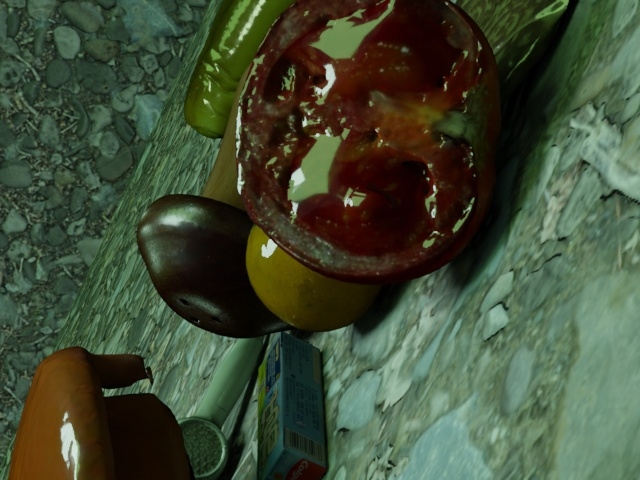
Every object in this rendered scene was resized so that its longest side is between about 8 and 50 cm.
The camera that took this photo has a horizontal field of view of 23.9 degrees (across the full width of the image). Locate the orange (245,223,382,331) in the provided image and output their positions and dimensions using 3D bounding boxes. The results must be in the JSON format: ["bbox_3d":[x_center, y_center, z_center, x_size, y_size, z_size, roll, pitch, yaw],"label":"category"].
[{"bbox_3d":[0.000,0.000,1.306,0.156,0.124,0.156,-168,90,-83],"label":"orange"}]

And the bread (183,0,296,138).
[{"bbox_3d":[-0.106,-0.336,2.342,0.383,0.112,0.166,-59,15,21],"label":"bread"}]

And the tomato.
[{"bbox_3d":[0.046,-0.081,1.178,0.139,0.200,0.233,12,-95,-71],"label":"tomato"}]

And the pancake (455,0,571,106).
[{"bbox_3d":[0.145,-0.173,1.295,0.250,0.031,0.250,-57,16,26],"label":"pancake"}]

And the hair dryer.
[{"bbox_3d":[-0.111,0.165,1.599,0.237,0.075,0.206,-61,5,-21],"label":"hair dryer"}]

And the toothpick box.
[{"bbox_3d":[-0.056,-0.046,1.498,0.192,0.192,0.294,-38,24,61],"label":"toothpick box"}]

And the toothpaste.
[{"bbox_3d":[-0.032,0.159,1.316,0.070,0.044,0.193,-58,15,22],"label":"toothpaste"}]

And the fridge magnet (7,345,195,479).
[{"bbox_3d":[-0.184,0.268,1.271,0.363,0.155,0.363,176,90,-75],"label":"fridge magnet"}]
